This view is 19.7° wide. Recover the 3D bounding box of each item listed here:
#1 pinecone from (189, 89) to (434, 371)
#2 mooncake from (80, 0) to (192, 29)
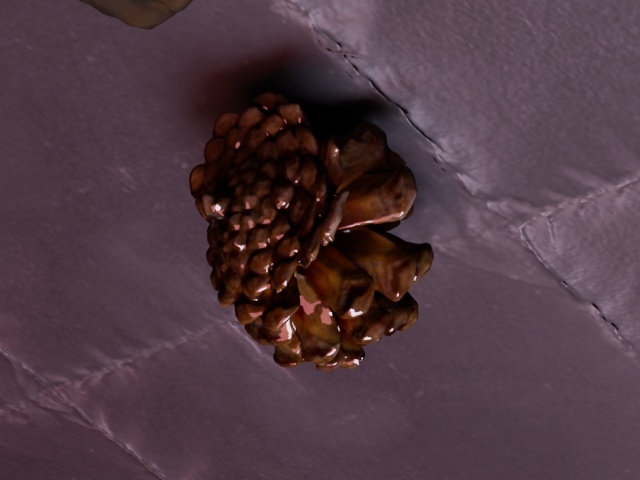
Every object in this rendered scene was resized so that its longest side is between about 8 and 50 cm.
[{"bbox_3d":[-0.004,0.000,1.249,0.150,0.179,0.195,-20,142,-1],"label":"pinecone"},{"bbox_3d":[-0.078,-0.220,0.974,0.124,0.228,0.228,36,138,-17],"label":"mooncake"}]
